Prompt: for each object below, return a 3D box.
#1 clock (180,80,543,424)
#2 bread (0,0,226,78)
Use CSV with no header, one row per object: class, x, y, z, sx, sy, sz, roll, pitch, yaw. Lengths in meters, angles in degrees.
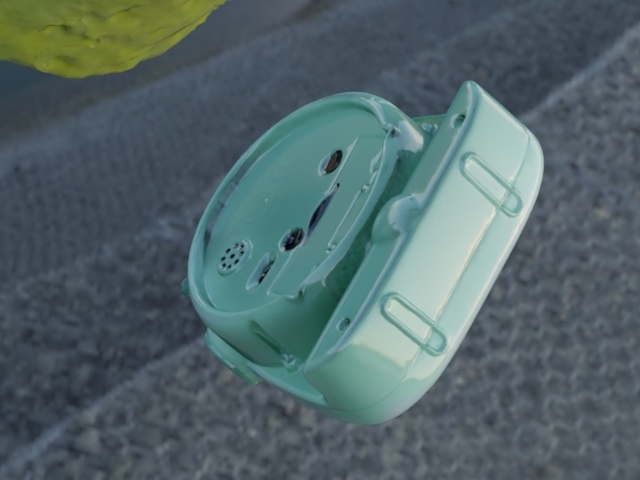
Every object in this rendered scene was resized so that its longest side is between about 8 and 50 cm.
clock,0.000,0.000,0.854,0.066,0.159,0.211,39,-19,-31
bread,-0.133,-0.301,1.226,0.348,0.348,0.308,-12,1,-41
